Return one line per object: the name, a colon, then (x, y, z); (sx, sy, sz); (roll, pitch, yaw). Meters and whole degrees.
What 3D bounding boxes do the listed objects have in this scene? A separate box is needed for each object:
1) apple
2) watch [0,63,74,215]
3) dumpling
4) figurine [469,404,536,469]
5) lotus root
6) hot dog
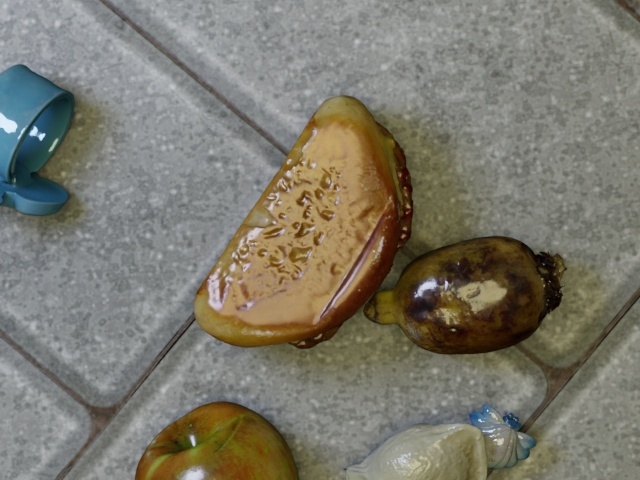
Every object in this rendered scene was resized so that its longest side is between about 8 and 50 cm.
apple: (-0.149, 0.375, 1.902); (0.246, 0.246, 0.226); (-23, 109, 2)
watch: (-0.453, -0.153, 1.895); (0.211, 0.211, 0.193); (29, 110, 1)
dumpling: (0.157, 0.354, 1.924); (0.216, 0.126, 0.166); (-36, 106, -1)
figurine: (0.261, 0.307, 1.948); (0.114, 0.079, 0.114); (8, 127, 11)
lotus root: (0.218, 0.085, 1.902); (0.314, 0.141, 0.169); (-12, 87, 3)
hot dog: (0.000, 0.000, 1.885); (0.223, 0.185, 0.405); (33, 92, 2)
